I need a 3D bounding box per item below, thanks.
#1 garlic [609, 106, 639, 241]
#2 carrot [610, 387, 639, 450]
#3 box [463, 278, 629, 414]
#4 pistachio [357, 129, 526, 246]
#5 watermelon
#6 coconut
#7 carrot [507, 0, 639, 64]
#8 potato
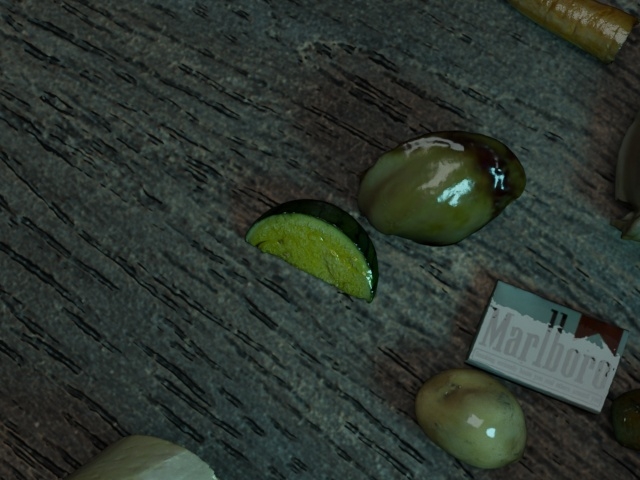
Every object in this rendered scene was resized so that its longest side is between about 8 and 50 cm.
[{"bbox_3d":[0.517,-0.094,1.617,0.279,0.132,0.325,34,88,-1],"label":"garlic"},{"bbox_3d":[0.495,0.211,1.552,0.298,0.078,0.078,-2,80,18],"label":"carrot"},{"bbox_3d":[0.280,0.132,1.627,0.177,0.036,0.115,21,81,6],"label":"box"},{"bbox_3d":[0.148,-0.067,1.622,0.210,0.165,0.131,-9,41,12],"label":"pistachio"},{"bbox_3d":[0.004,-0.008,1.662,0.181,0.075,0.092,24,126,7],"label":"watermelon"},{"bbox_3d":[-0.206,0.355,1.510,0.239,0.244,0.239,10,111,28],"label":"coconut"},{"bbox_3d":[0.305,-0.300,1.693,0.205,0.072,0.072,30,82,13],"label":"carrot"},{"bbox_3d":[0.182,0.217,1.582,0.147,0.112,0.112,28,82,13],"label":"potato"}]
